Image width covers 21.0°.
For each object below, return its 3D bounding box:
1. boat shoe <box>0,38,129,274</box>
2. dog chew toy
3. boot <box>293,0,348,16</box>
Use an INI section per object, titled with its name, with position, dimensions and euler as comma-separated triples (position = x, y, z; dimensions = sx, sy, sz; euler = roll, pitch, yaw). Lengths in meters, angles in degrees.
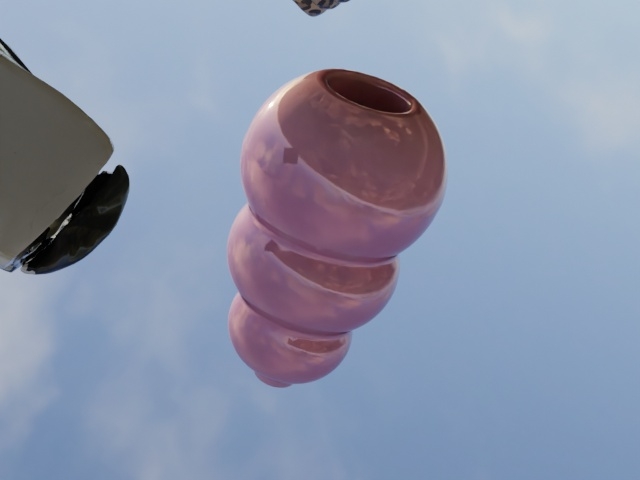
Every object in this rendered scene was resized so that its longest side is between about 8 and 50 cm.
[boat shoe]
position = -0.257, -0.101, 0.937
dimensions = 0.340, 0.127, 0.158
euler = 44, 167, -5
[dog chew toy]
position = 0.000, 0.000, 1.736
dimensions = 0.206, 0.332, 0.207
euler = 15, -156, -7
[boot]
position = 0.036, -0.435, 1.892
dimensions = 0.377, 0.284, 0.138
euler = 59, -150, -24
